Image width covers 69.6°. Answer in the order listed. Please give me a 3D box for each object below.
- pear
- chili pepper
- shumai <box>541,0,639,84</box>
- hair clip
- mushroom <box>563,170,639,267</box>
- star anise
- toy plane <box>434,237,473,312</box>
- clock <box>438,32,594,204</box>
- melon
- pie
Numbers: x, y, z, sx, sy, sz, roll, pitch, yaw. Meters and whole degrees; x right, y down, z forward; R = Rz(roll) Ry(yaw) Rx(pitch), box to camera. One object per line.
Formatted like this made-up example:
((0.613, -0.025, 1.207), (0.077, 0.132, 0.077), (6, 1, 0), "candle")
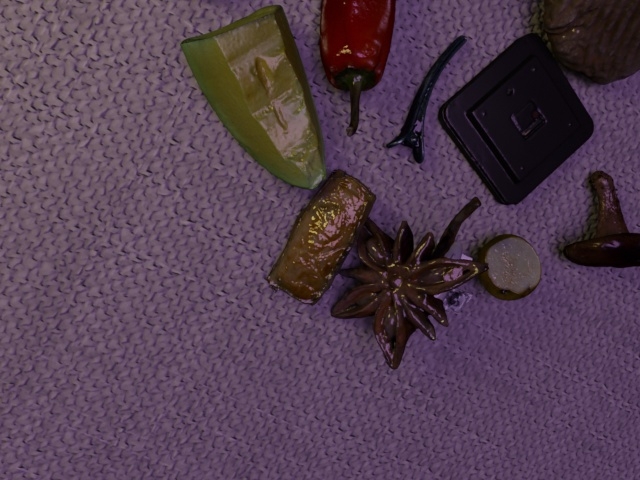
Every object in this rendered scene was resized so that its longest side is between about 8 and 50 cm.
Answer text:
((0.394, 0.061, 0.990), (0.141, 0.104, 0.141), (2, 73, -7), "pear")
((0.064, -0.349, 0.851), (0.135, 0.131, 0.338), (-1, 94, -37), "chili pepper")
((0.591, -0.507, 0.934), (0.267, 0.262, 0.314), (-3, 143, 23), "shumai")
((0.224, -0.298, 0.935), (0.083, 0.048, 0.275), (23, 91, -9), "hair clip")
((0.660, -0.050, 1.029), (0.227, 0.148, 0.217), (4, 81, -17), "mushroom")
((0.165, 0.072, 0.889), (0.293, 0.109, 0.349), (13, 94, 25), "star anise")
((0.244, 0.077, 0.972), (0.174, 0.080, 0.173), (0, 88, 4), "toy plane")
((0.426, -0.254, 0.980), (0.279, 0.049, 0.273), (-42, 103, -4), "clock")
((-0.092, -0.243, 0.840), (0.196, 0.124, 0.323), (-27, 108, -6), "melon")
((0.000, 0.000, 0.910), (0.129, 0.068, 0.282), (31, 99, 3), "pie")
